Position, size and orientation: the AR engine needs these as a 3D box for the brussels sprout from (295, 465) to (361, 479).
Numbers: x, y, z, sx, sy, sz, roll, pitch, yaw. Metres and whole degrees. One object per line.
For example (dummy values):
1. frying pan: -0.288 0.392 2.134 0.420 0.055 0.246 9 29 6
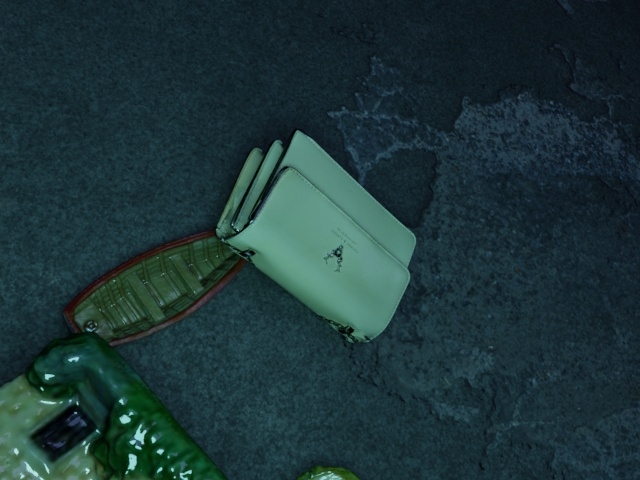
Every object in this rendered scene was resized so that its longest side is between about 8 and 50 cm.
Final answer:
1. brussels sprout: 0.016 0.451 1.259 0.149 0.122 0.151 -43 75 -14

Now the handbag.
1. handbag: 0.000 0.000 1.388 0.358 0.160 0.236 40 58 -30

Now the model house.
1. model house: -0.356 0.371 0.991 0.343 0.334 0.382 -32 75 -36

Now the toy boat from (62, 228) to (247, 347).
1. toy boat: -0.258 0.073 1.326 0.392 0.079 0.136 -30 81 -34
